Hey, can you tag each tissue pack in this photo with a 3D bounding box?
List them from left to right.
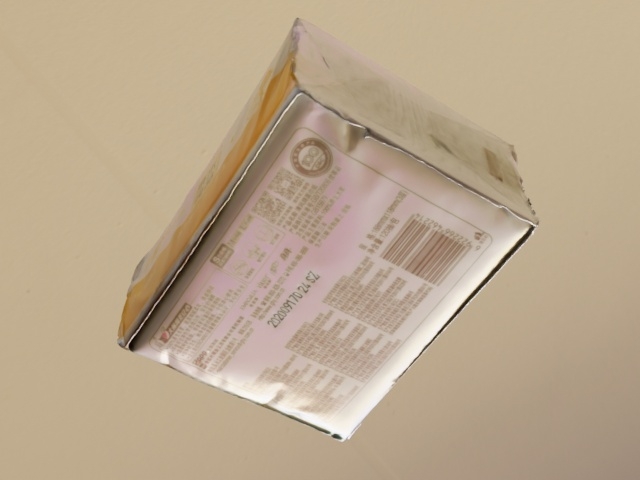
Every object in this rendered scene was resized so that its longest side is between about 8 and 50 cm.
[{"bbox_3d":[0.000,0.000,0.603,0.185,0.124,0.225,28,-60,-17],"label":"tissue pack"}]
